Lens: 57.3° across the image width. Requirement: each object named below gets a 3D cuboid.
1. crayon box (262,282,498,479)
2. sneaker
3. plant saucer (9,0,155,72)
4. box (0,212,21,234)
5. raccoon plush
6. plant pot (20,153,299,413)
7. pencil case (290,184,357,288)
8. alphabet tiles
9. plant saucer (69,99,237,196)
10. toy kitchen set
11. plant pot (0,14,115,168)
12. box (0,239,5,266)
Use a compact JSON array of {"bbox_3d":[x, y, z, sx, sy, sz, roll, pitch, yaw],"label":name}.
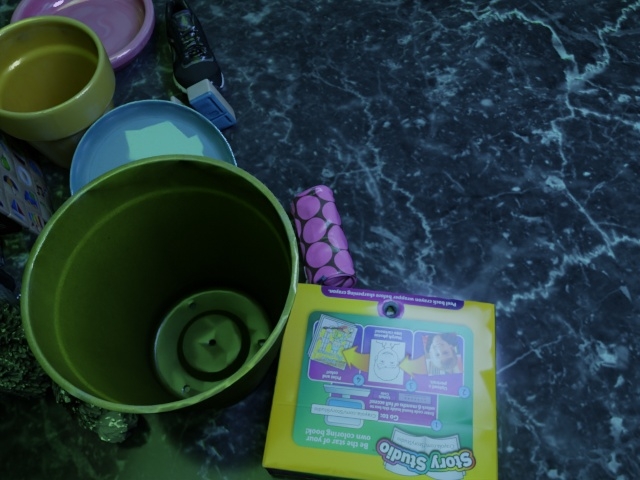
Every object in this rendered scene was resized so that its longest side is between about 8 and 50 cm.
[{"bbox_3d":[0.107,0.250,0.996,0.362,0.106,0.313,6,65,4],"label":"crayon box"},{"bbox_3d":[-0.299,-0.436,1.304,0.107,0.124,0.283,-20,52,-12],"label":"sneaker"},{"bbox_3d":[-0.555,-0.502,1.394,0.332,0.084,0.332,0,62,1],"label":"plant saucer"},{"bbox_3d":[-0.722,-0.100,1.134,0.203,0.168,0.167,-11,71,-5],"label":"box"},{"bbox_3d":[-0.564,0.247,0.959,0.446,0.216,0.299,41,78,18],"label":"raccoon plush"},{"bbox_3d":[-0.205,0.116,0.925,0.366,0.353,0.367,-1,64,1],"label":"plant pot"},{"bbox_3d":[0.000,0.000,1.135,0.098,0.095,0.209,-20,61,13],"label":"pencil case"},{"bbox_3d":[-0.609,-0.170,1.114,0.011,0.285,0.343,-26,66,-1],"label":"alphabet tiles"},{"bbox_3d":[-0.321,-0.114,1.153,0.317,0.043,0.318,0,91,-10],"label":"plant saucer"},{"bbox_3d":[-0.285,-0.206,1.244,0.207,0.122,0.166,-23,64,12],"label":"toy kitchen set"},{"bbox_3d":[-0.528,-0.278,1.193,0.253,0.239,0.254,0,63,1],"label":"plant pot"},{"bbox_3d":[-0.675,0.032,1.160,0.083,0.018,0.067,-21,65,-10],"label":"box"}]
